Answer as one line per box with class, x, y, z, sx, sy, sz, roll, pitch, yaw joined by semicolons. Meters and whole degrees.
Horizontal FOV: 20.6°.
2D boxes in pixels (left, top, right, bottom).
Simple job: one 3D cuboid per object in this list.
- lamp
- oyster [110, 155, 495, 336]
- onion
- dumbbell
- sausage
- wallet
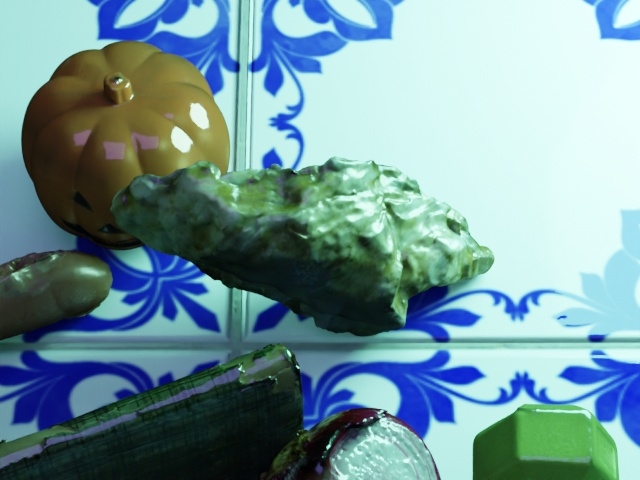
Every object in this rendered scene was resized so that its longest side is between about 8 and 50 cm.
lamp;-0.175;-0.091;1.575;0.187;0.164;0.188;-1;54;1
oyster;-0.002;0.005;1.508;0.341;0.166;0.110;21;50;-29
onion;0.028;0.239;1.389;0.173;0.135;0.198;-44;105;-39
dumbbell;0.174;0.276;1.361;0.108;0.121;0.302;-13;51;26
sausage;-0.327;0.068;1.520;0.304;0.078;0.078;-16;57;-11
wallet;-0.161;0.187;1.383;0.317;0.169;0.044;-20;52;-14
